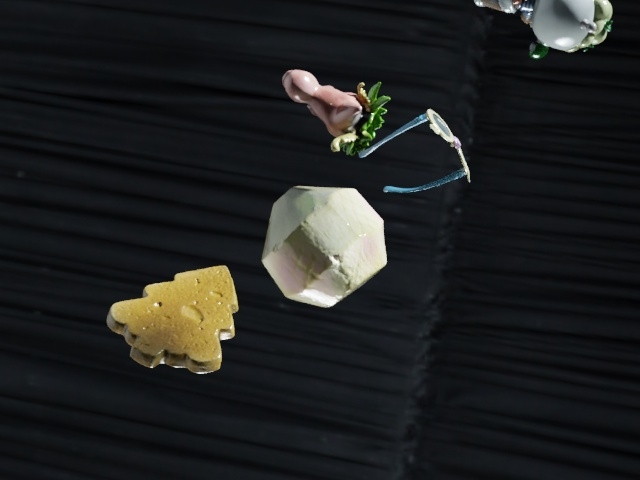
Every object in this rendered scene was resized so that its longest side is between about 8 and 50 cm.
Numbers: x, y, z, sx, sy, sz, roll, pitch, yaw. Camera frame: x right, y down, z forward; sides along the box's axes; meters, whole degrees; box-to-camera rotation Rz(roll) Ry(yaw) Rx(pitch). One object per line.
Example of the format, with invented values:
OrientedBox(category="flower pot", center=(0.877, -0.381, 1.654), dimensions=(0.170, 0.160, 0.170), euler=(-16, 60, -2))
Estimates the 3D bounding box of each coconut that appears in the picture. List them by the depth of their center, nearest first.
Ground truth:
OrientedBox(category="coconut", center=(0.000, 0.000, 2.011), dimensions=(0.259, 0.259, 0.259), euler=(10, 90, -80))

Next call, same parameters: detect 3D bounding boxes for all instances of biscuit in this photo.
OrientedBox(category="biscuit", center=(-0.219, 0.122, 1.622), dimensions=(0.238, 0.212, 0.041), euler=(-48, 152, -42))

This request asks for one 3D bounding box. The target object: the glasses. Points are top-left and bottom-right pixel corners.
OrientedBox(category="glasses", center=(0.208, -0.195, 2.182), dimensions=(0.189, 0.221, 0.088), euler=(48, 46, -37))

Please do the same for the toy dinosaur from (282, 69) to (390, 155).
OrientedBox(category="toy dinosaur", center=(0.033, -0.270, 1.914), dimensions=(0.177, 0.194, 0.152), euler=(29, 104, -40))

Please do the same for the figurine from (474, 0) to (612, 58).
OrientedBox(category="figurine", center=(0.314, -0.328, 1.398), dimensions=(0.094, 0.197, 0.147), euler=(-13, 126, -46))
